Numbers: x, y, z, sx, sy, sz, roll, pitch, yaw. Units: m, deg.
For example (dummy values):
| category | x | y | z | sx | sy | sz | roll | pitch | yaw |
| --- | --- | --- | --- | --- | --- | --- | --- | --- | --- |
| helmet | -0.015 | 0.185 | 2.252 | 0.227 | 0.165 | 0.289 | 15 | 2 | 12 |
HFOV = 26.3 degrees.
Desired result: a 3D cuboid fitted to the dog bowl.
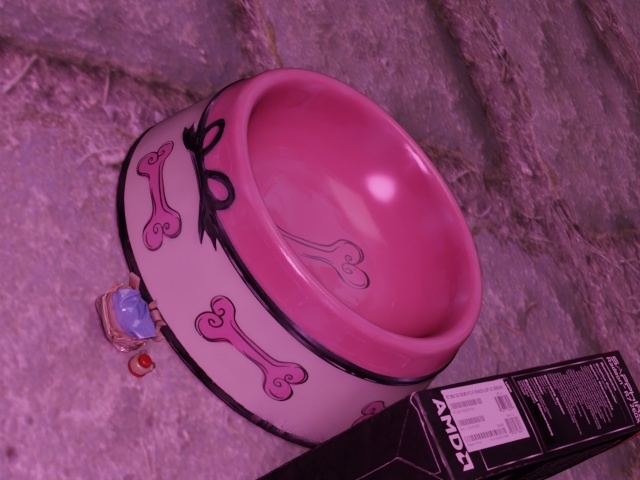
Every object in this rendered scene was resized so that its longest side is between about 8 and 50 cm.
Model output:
| category | x | y | z | sx | sy | sz | roll | pitch | yaw |
| --- | --- | --- | --- | --- | --- | --- | --- | --- | --- |
| dog bowl | 0.000 | 0.000 | 1.401 | 0.408 | 0.150 | 0.408 | 31 | 38 | -28 |

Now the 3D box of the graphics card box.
| category | x | y | z | sx | sy | sz | roll | pitch | yaw |
| --- | --- | --- | --- | --- | --- | --- | --- | --- | --- |
| graphics card box | 0.127 | 0.204 | 1.285 | 0.371 | 0.233 | 0.094 | -5 | 67 | -51 |

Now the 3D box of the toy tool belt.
| category | x | y | z | sx | sy | sz | roll | pitch | yaw |
| --- | --- | --- | --- | --- | --- | --- | --- | --- | --- |
| toy tool belt | -0.164 | 0.075 | 1.221 | 0.052 | 0.051 | 0.083 | -7 | 65 | -52 |
